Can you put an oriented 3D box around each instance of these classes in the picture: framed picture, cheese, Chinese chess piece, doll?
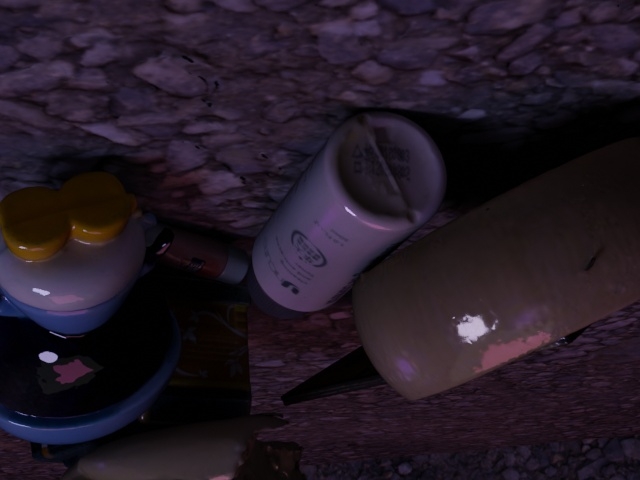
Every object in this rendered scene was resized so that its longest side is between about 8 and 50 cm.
[{"bbox_3d":[0.153,0.087,1.098,0.338,0.014,0.255,-19,-175,40],"label":"framed picture"},{"bbox_3d":[-0.118,0.251,1.044,0.233,0.127,0.266,-15,160,12],"label":"cheese"},{"bbox_3d":[0.153,0.023,0.806,0.273,0.102,0.273,-26,172,-4],"label":"Chinese chess piece"},{"bbox_3d":[-0.198,0.067,0.881,0.177,0.141,0.314,-16,147,-21],"label":"doll"}]

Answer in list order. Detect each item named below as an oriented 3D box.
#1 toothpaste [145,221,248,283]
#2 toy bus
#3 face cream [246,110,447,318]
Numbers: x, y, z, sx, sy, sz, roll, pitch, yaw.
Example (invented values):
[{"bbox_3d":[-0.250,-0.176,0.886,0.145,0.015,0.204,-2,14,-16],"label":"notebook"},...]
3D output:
[{"bbox_3d":[-0.151,-0.002,0.921,0.205,0.036,0.056,18,151,-38],"label":"toothpaste"},{"bbox_3d":[-0.195,0.142,1.133,0.138,0.167,0.275,9,158,-36],"label":"toy bus"},{"bbox_3d":[0.000,0.000,0.866,0.092,0.092,0.311,3,161,-18],"label":"face cream"}]
